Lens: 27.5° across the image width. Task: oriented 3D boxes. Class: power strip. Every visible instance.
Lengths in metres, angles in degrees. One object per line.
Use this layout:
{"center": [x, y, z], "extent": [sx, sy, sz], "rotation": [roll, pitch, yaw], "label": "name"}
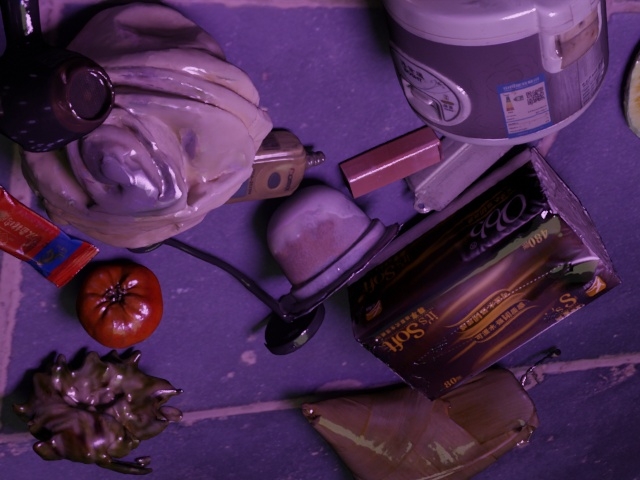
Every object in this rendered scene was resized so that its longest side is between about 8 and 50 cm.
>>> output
{"center": [0.233, -0.145, 1.920], "extent": [0.272, 0.052, 0.078], "rotation": [-42, 137, 17], "label": "power strip"}
{"center": [-0.173, -0.084, 1.751], "extent": [0.387, 0.066, 0.092], "rotation": [-10, 138, -20], "label": "power strip"}

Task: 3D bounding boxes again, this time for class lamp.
{"center": [-0.128, 0.064, 1.890], "extent": [0.130, 0.108, 0.371], "rotation": [-36, 139, 13], "label": "lamp"}

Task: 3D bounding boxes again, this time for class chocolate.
{"center": [-0.005, 0.000, 1.865], "extent": [0.221, 0.147, 0.221], "rotation": [-43, 179, -1], "label": "chocolate"}

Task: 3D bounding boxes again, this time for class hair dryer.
{"center": [-0.347, -0.274, 1.412], "extent": [0.120, 0.303, 0.359], "rotation": [-18, 109, -38], "label": "hair dryer"}

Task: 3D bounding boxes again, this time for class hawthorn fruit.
{"center": [-0.276, 0.098, 1.835], "extent": [0.125, 0.125, 0.140], "rotation": [-24, 127, -5], "label": "hawthorn fruit"}

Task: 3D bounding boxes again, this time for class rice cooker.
{"center": [0.214, -0.283, 1.594], "extent": [0.288, 0.288, 0.277], "rotation": [-24, 141, -5], "label": "rice cooker"}

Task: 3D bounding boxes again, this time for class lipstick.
{"center": [0.103, -0.114, 1.885], "extent": [0.145, 0.045, 0.045], "rotation": [-23, 140, -4], "label": "lipstick"}

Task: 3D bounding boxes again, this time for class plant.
{"center": [-0.347, 0.320, 1.998], "extent": [0.251, 0.180, 0.333], "rotation": [1, 136, -15], "label": "plant"}

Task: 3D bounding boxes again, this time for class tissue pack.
{"center": [0.230, 0.052, 1.976], "extent": [0.370, 0.198, 0.210], "rotation": [-36, 127, 19], "label": "tissue pack"}

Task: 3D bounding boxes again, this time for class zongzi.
{"center": [0.218, 0.281, 2.258], "extent": [0.447, 0.181, 0.418], "rotation": [-33, 138, 2], "label": "zongzi"}

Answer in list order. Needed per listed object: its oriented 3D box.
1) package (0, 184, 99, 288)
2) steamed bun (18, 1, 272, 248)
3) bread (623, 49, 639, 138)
{"center": [-0.389, -0.004, 1.747], "extent": [0.083, 0.022, 0.200], "rotation": [-39, 136, 12], "label": "package"}
{"center": [-0.210, -0.121, 1.539], "extent": [0.280, 0.207, 0.268], "rotation": [-40, 115, 14], "label": "steamed bun"}
{"center": [0.586, -0.269, 1.991], "extent": [0.301, 0.045, 0.301], "rotation": [-16, 136, -16], "label": "bread"}
